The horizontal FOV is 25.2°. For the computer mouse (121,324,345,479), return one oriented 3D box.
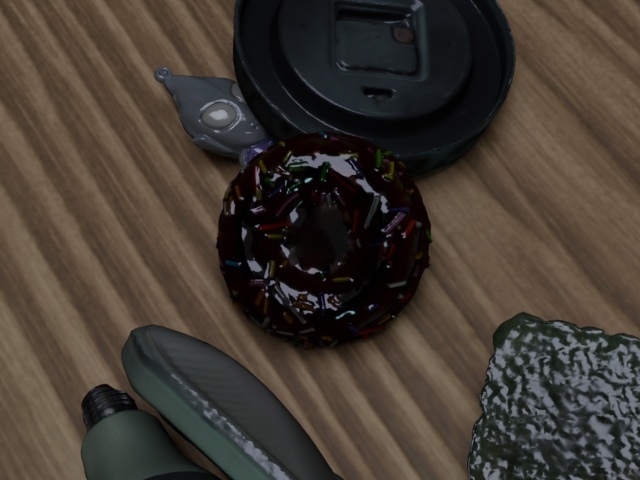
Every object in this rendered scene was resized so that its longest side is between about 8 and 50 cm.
[{"bbox_3d":[-0.060,0.194,1.365,0.331,0.197,0.095,39,84,18],"label":"computer mouse"}]

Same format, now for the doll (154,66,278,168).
[{"bbox_3d":[-0.098,-0.129,1.626,0.227,0.075,0.102,38,52,10],"label":"doll"}]

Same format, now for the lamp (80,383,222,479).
[{"bbox_3d":[-0.152,0.274,1.373,0.182,0.182,0.314,-20,28,-8],"label":"lamp"}]

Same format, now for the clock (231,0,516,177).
[{"bbox_3d":[0.058,-0.217,1.629,0.325,0.067,0.325,5,61,-9],"label":"clock"}]

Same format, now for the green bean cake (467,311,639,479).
[{"bbox_3d":[0.247,0.175,1.394,0.185,0.094,0.183,11,81,13],"label":"green bean cake"}]

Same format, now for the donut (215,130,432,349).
[{"bbox_3d":[0.000,0.000,1.488,0.235,0.089,0.235,0,89,6],"label":"donut"}]
